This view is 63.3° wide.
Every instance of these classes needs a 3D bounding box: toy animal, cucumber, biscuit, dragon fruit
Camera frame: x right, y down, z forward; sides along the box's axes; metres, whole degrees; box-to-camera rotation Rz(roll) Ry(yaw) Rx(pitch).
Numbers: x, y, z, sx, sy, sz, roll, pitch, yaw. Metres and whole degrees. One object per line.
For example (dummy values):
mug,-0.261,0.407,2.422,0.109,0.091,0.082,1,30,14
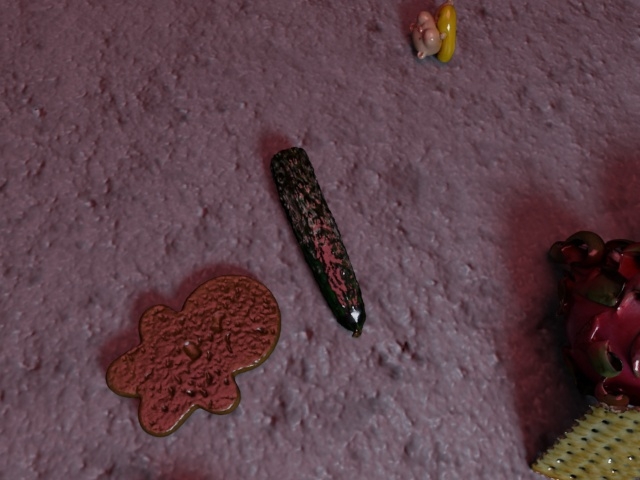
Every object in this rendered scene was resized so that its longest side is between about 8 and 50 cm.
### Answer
toy animal,0.196,-0.376,0.910,0.082,0.091,0.114,2,68,12
cucumber,0.000,0.000,0.748,0.068,0.067,0.293,-18,71,-12
biscuit,0.353,0.247,0.609,0.144,0.203,0.016,20,40,5
biscuit,-0.157,0.143,0.689,0.236,0.039,0.180,-39,73,-18
dragon fruit,0.405,0.095,0.661,0.198,0.218,0.272,-15,58,32
